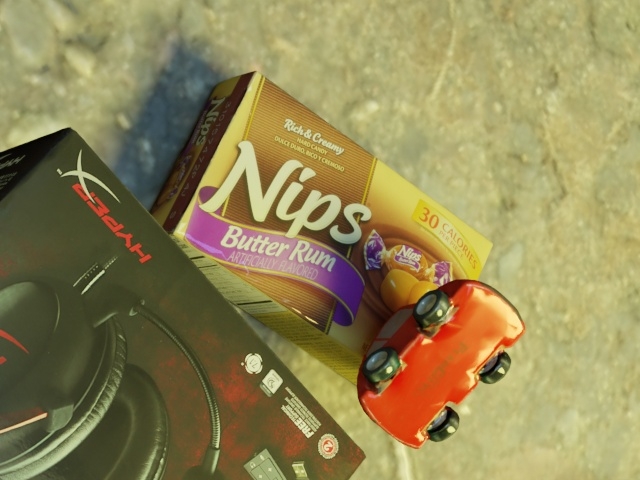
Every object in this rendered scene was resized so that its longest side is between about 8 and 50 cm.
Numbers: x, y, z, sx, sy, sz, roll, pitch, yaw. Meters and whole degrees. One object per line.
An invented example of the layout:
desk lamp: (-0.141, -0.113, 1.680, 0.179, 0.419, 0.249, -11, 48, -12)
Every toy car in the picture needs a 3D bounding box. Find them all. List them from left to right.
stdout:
toy car: (-0.018, 0.121, 0.936, 0.225, 0.053, 0.239, 7, 105, -18)

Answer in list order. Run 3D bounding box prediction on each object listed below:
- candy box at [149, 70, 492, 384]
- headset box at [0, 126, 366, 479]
candy box: (0.000, 0.000, 0.980, 0.187, 0.053, 0.109, 36, 68, -25)
headset box: (-0.153, 0.130, 0.755, 0.218, 0.110, 0.293, 50, 62, -17)
